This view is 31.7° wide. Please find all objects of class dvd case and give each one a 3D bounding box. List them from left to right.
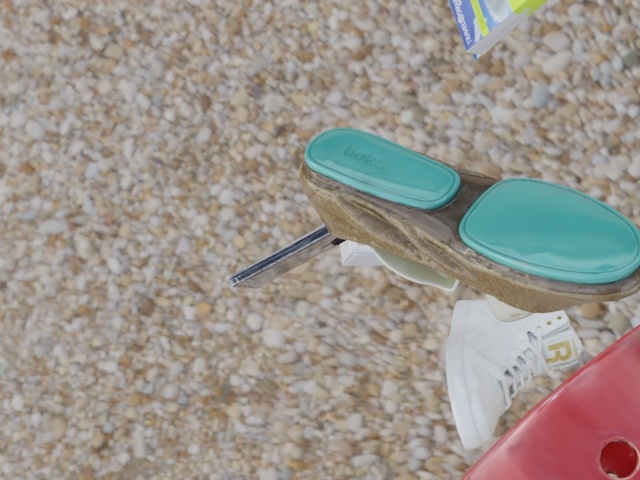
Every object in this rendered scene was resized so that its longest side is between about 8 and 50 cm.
[{"bbox_3d":[0.000,0.000,1.381,0.221,0.164,0.018,-28,84,5],"label":"dvd case"}]

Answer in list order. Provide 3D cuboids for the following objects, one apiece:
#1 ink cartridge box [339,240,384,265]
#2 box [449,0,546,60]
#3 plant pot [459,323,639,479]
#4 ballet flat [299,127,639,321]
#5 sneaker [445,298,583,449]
[{"bbox_3d":[0.069,-0.028,1.568,0.089,0.052,0.122,0,66,-17],"label":"ink cartridge box"},{"bbox_3d":[0.250,-0.349,1.618,0.178,0.042,0.109,-38,61,48],"label":"box"},{"bbox_3d":[0.199,0.163,0.673,0.191,0.191,0.174,-46,71,9],"label":"plant pot"},{"bbox_3d":[0.126,0.002,0.971,0.342,0.124,0.116,20,50,32],"label":"ballet flat"},{"bbox_3d":[0.258,0.155,1.480,0.169,0.108,0.292,-10,28,16],"label":"sneaker"}]
